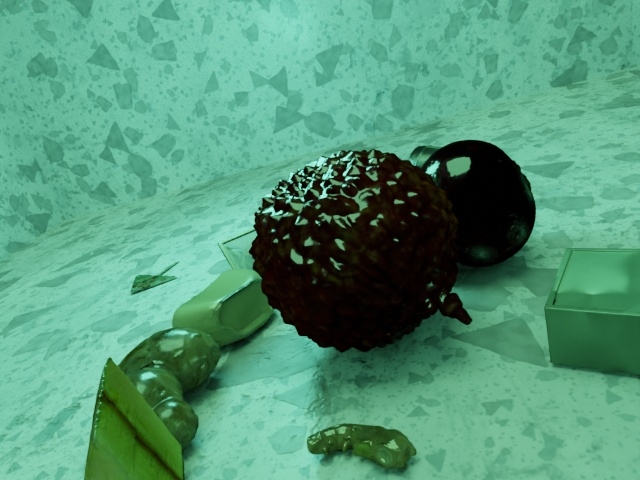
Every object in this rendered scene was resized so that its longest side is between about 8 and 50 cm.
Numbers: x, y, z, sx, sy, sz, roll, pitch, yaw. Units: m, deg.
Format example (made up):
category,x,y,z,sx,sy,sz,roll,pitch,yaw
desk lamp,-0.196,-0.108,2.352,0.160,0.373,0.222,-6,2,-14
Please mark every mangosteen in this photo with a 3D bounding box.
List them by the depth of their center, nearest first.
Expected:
category,x,y,z,sx,sy,sz,roll,pitch,yaw
mangosteen,0.356,-0.079,1.167,0.329,0.330,0.330,-15,20,6

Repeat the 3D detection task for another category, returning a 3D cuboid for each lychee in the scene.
category,x,y,z,sx,sy,sz,roll,pitch,yaw
lychee,0.089,0.026,0.967,0.499,0.425,0.424,25,42,33

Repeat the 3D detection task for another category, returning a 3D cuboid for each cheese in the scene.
category,x,y,z,sx,sy,sz,roll,pitch,yaw
cheese,-0.251,0.175,1.242,0.233,0.127,0.266,-3,22,39

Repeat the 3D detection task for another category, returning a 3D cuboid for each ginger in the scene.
category,x,y,z,sx,sy,sz,roll,pitch,yaw
ginger,0.065,0.317,0.744,0.173,0.051,0.069,-11,15,29
ginger,-0.329,0.306,0.955,0.244,0.155,0.304,-9,29,2

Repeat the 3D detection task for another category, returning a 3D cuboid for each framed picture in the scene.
category,x,y,z,sx,sy,sz,roll,pitch,yaw
framed picture,-0.183,0.057,1.454,0.184,0.016,0.250,-23,55,-18

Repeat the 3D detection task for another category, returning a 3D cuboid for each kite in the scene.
category,x,y,z,sx,sy,sz,roll,pitch,yaw
kite,-0.610,0.134,1.782,0.229,0.012,0.250,-1,25,29

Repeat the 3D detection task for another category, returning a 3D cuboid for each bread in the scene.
category,x,y,z,sx,sy,sz,roll,pitch,yaw
bread,-0.316,0.324,0.681,0.163,0.264,0.168,-21,33,-4

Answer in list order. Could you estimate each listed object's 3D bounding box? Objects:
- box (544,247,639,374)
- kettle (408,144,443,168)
category,x,y,z,sx,sy,sz,roll,pitch,yaw
box,0.526,0.114,0.806,0.224,0.118,0.225,0,25,37
kettle,0.437,-0.206,1.592,0.271,0.208,0.250,10,26,36
